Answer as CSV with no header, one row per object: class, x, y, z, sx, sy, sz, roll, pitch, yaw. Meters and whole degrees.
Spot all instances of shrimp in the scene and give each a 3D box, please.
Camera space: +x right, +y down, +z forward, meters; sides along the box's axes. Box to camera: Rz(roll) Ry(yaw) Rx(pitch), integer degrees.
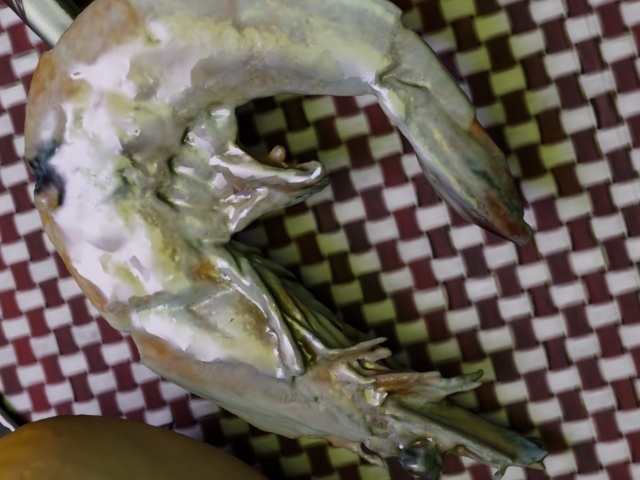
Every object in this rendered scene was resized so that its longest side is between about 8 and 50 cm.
shrimp,0.000,0.000,0.758,0.360,0.085,0.247,41,109,-4

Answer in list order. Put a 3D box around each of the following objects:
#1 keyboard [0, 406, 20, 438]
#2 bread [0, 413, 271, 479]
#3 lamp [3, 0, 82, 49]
keyboard,-0.308,0.068,0.906,0.381,0.041,0.103,43,107,-1
bread,-0.132,0.300,0.771,0.348,0.253,0.376,42,109,1
lamp,-0.086,-0.197,0.752,0.283,0.124,0.203,-40,96,21
